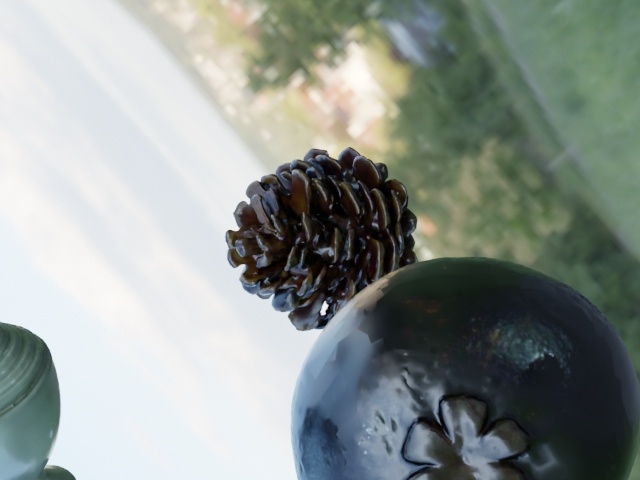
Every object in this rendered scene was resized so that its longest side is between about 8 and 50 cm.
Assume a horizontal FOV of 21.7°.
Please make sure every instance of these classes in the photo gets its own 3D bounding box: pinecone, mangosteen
[{"bbox_3d":[0.000,0.000,1.409,0.173,0.173,0.173,48,-179,-1],"label":"pinecone"},{"bbox_3d":[0.088,0.113,1.054,0.243,0.243,0.243,48,-179,-1],"label":"mangosteen"}]

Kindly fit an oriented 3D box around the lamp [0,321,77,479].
[{"bbox_3d":[-0.213,0.136,1.136,0.106,0.106,0.193,50,164,53],"label":"lamp"}]
